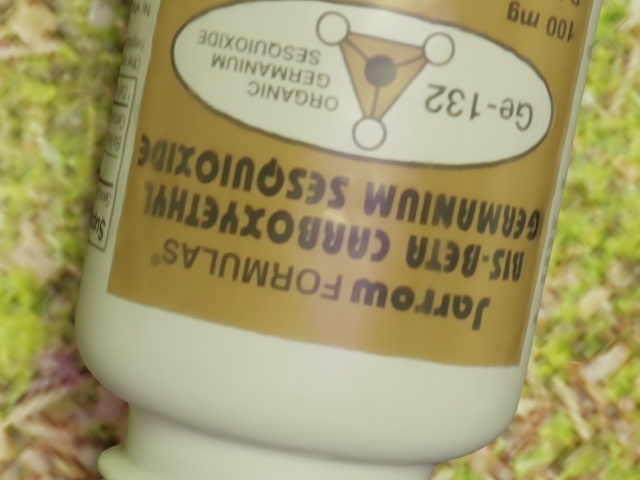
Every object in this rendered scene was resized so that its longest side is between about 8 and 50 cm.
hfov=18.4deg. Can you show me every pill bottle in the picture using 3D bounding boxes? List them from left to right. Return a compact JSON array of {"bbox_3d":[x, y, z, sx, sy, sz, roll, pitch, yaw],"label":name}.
[{"bbox_3d":[0.000,0.000,0.565,0.131,0.131,0.229,10,94,-13],"label":"pill bottle"}]
